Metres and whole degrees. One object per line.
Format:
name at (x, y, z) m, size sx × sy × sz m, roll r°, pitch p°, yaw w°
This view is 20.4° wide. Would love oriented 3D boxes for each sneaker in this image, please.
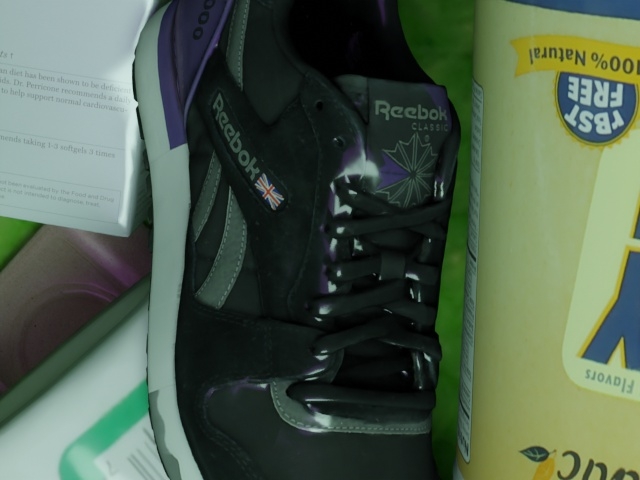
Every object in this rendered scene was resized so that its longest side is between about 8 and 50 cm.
sneaker at (0.000, 0.000, 0.659) m, size 0.124 × 0.107 × 0.283 m, roll -40°, pitch 56°, yaw 48°

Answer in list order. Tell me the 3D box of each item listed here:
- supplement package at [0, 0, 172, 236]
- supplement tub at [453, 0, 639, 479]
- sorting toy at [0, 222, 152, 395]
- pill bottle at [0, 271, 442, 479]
supplement package at (-0.115, -0.106, 0.804) m, size 0.105 × 0.105 × 0.179 m, roll 10°, pitch 106°, yaw 5°
supplement tub at (0.164, 0.020, 0.639) m, size 0.228 × 0.228 × 0.316 m, roll 2°, pitch 104°, yaw 6°
sorting toy at (-0.113, 0.107, 0.898) m, size 0.193 × 0.038 × 0.208 m, roll 42°, pitch 100°, yaw -5°
pill bottle at (-0.004, 0.193, 0.783) m, size 0.204 × 0.204 × 0.361 m, roll -37°, pitch 96°, yaw 14°
